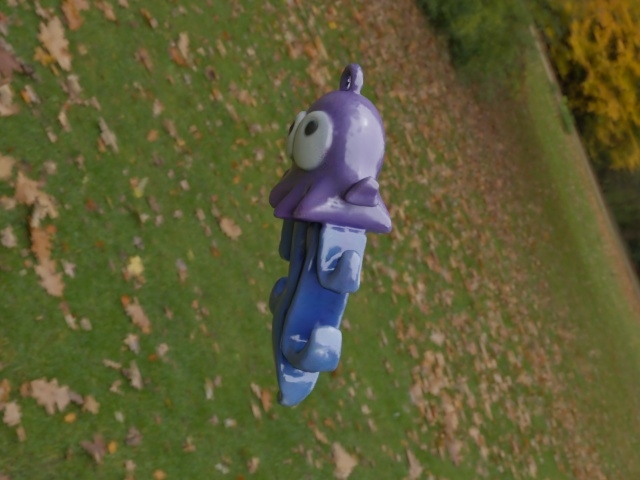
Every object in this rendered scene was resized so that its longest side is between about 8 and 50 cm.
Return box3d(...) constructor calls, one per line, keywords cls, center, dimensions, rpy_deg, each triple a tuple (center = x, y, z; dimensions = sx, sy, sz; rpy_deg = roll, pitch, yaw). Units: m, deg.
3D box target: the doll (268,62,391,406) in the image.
box3d(cls="doll", center=(0.000, 0.000, 0.520), dimensions=(0.110, 0.067, 0.206), rpy_deg=(-159, -102, -65))
